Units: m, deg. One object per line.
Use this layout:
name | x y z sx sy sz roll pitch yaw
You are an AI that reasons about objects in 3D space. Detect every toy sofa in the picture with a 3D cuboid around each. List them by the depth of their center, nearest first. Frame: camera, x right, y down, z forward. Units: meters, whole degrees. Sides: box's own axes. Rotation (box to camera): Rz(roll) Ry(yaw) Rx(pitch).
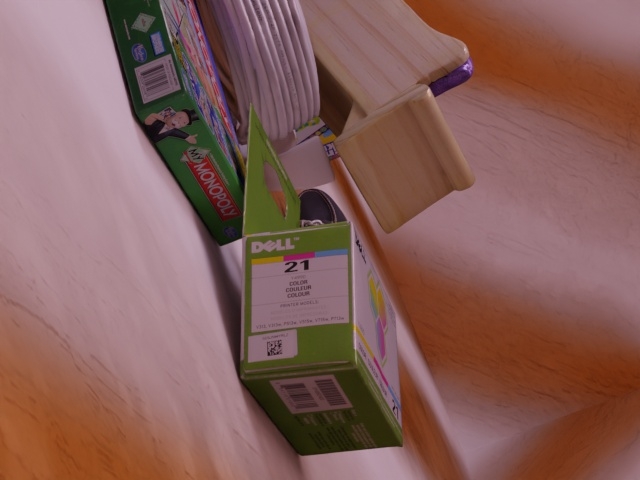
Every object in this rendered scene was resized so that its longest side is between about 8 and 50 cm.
toy sofa | 0.048 -0.188 1.786 0.362 0.177 0.150 52 -5 47

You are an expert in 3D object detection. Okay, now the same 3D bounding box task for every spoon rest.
spoon rest | -0.063 -0.112 1.809 0.276 0.084 0.137 -136 -157 -68

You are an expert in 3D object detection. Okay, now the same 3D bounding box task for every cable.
cable | -0.078 -0.225 1.592 0.257 0.089 0.257 -159 -132 -77

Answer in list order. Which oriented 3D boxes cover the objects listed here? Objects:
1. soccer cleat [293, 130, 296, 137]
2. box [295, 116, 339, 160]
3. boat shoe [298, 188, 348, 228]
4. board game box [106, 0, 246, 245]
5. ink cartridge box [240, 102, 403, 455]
soccer cleat | -0.069 -0.185 2.021 0.076 0.068 0.196 59 14 -49
box | -0.020 -0.324 2.506 0.279 0.177 0.290 65 7 -54
boat shoe | 0.000 0.000 1.945 0.065 0.075 0.206 69 8 -47
board game box | -0.135 -0.178 1.350 0.213 0.046 0.317 61 9 -57
ink cartridge box | 0.002 0.030 1.332 0.189 0.097 0.255 62 24 -60
